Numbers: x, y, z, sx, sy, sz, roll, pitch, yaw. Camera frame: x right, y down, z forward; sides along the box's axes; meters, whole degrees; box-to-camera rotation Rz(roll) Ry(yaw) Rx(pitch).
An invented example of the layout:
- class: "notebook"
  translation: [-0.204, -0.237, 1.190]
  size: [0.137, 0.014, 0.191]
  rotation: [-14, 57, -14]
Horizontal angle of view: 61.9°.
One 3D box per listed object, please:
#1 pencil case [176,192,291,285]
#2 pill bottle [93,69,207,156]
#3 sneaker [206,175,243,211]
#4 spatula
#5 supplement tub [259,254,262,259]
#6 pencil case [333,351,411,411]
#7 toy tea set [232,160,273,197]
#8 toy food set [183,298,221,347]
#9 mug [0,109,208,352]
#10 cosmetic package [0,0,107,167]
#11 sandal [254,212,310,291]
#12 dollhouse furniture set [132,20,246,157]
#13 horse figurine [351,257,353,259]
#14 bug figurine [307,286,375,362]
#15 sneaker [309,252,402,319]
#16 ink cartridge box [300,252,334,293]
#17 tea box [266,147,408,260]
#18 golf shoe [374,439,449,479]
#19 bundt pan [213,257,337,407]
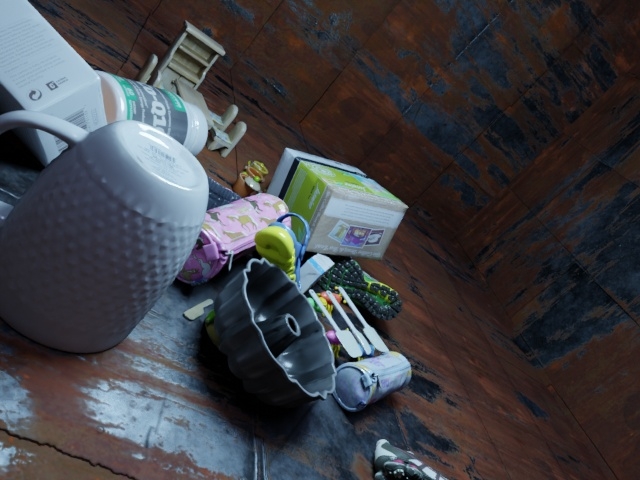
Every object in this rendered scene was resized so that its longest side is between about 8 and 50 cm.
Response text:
- class: "pencil case"
  translation: [-0.217, -0.017, 1.327]
  size: [0.167, 0.160, 0.386]
  rotation: [48, 27, 5]
- class: "pill bottle"
  translation: [-0.478, -0.315, 1.427]
  size: [0.204, 0.204, 0.361]
  rotation: [48, 20, 13]
- class: "sneaker"
  translation: [-0.315, -0.117, 1.506]
  size: [0.131, 0.112, 0.319]
  rotation: [19, -19, 51]
- class: "spatula"
  translation: [0.073, 0.217, 1.469]
  size: [0.168, 0.019, 0.242]
  rotation: [0, 44, -44]
- class: "supplement tub"
  translation: [-0.128, 0.031, 1.552]
  size: [0.106, 0.106, 0.198]
  rotation: [26, 26, -41]
- class: "pencil case"
  translation: [0.137, 0.355, 1.380]
  size: [0.113, 0.124, 0.273]
  rotation: [52, 20, 23]
- class: "toy tea set"
  translation: [-0.188, -0.216, 1.912]
  size: [0.200, 0.124, 0.336]
  rotation: [41, 19, -8]
- class: "toy food set"
  translation: [-0.197, 0.199, 1.168]
  size: [0.192, 0.038, 0.132]
  rotation: [45, 19, 3]
- class: "mug"
  translation: [-0.386, -0.048, 0.873]
  size: [0.374, 0.328, 0.276]
  rotation: [36, 21, -21]
- class: "cosmetic package"
  translation: [-0.663, -0.390, 1.130]
  size: [0.453, 0.230, 0.161]
  rotation: [46, 63, 6]
- class: "sandal"
  translation: [-0.085, 0.049, 1.335]
  size: [0.126, 0.317, 0.138]
  rotation: [25, 53, 11]
- class: "dollhouse furniture set"
  translation: [-0.452, -0.563, 1.915]
  size: [0.362, 0.256, 0.394]
  rotation: [26, 26, -41]
- class: "horse figurine"
  translation: [0.000, 0.000, 1.930]
  size: [0.263, 0.066, 0.174]
  rotation: [36, 16, -23]
- class: "bug figurine"
  translation: [0.045, 0.236, 1.521]
  size: [0.216, 0.072, 0.279]
  rotation: [15, 35, -54]
- class: "sneaker"
  translation: [0.104, 0.149, 1.784]
  size: [0.343, 0.134, 0.146]
  rotation: [37, -5, -8]
- class: "ink cartridge box"
  translation: [-0.023, 0.095, 1.627]
  size: [0.060, 0.104, 0.180]
  rotation: [45, 20, 5]
- class: "tea box"
  translation: [0.043, -0.115, 1.758]
  size: [0.329, 0.220, 0.323]
  rotation: [8, 26, -40]
- class: "golf shoe"
  translation: [0.236, 0.546, 1.217]
  size: [0.273, 0.105, 0.120]
  rotation: [38, 13, -16]
- class: "bundt pan"
  translation: [-0.105, 0.208, 1.135]
  size: [0.331, 0.124, 0.331]
  rotation: [52, 16, -21]
